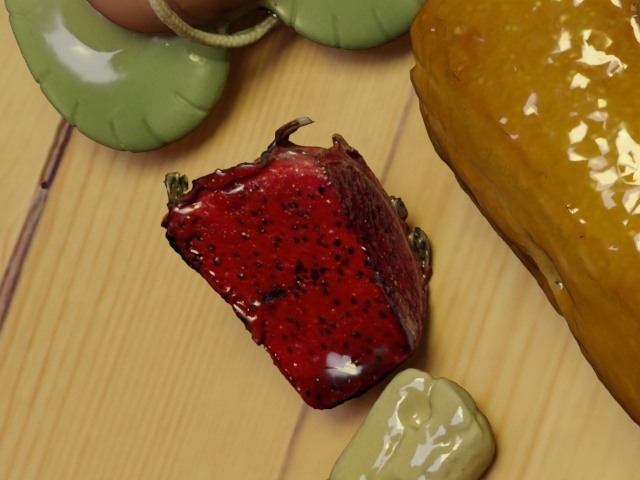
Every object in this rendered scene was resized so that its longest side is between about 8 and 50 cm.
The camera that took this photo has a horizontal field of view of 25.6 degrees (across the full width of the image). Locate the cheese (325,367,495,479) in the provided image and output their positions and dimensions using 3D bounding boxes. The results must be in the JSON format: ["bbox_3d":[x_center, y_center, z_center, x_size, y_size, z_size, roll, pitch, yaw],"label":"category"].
[{"bbox_3d":[0.016,0.152,0.695,0.065,0.043,0.194,37,98,35],"label":"cheese"}]

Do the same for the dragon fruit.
[{"bbox_3d":[0.000,0.000,0.722,0.102,0.096,0.147,-23,107,31],"label":"dragon fruit"}]

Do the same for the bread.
[{"bbox_3d":[0.217,-0.071,0.562,0.337,0.148,0.328,-41,58,18],"label":"bread"}]

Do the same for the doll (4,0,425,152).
[{"bbox_3d":[-0.086,-0.196,0.761,0.284,0.216,0.268,-24,94,29],"label":"doll"}]
